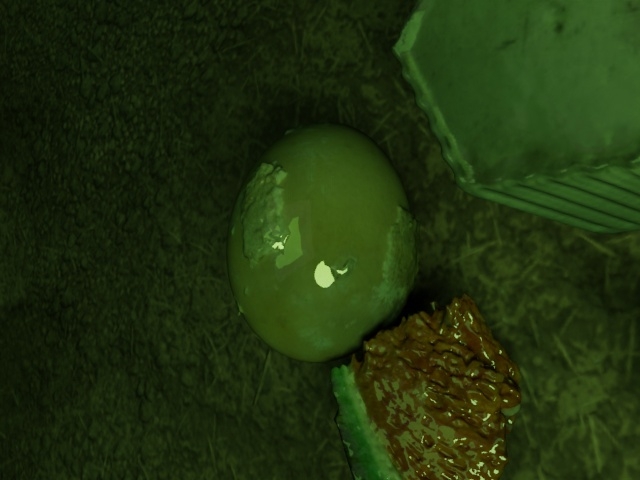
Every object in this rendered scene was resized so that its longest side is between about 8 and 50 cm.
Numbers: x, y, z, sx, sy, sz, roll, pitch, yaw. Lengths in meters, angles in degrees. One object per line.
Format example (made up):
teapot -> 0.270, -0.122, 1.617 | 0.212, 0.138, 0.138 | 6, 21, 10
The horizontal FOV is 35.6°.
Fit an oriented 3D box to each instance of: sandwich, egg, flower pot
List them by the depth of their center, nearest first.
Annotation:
flower pot -> 0.192, -0.122, 0.647 | 0.209, 0.190, 0.239 | 36, 108, 41
sandwich -> 0.095, 0.153, 0.759 | 0.160, 0.109, 0.185 | -35, 57, 11
egg -> 0.003, 0.001, 0.827 | 0.164, 0.164, 0.201 | -7, 73, 42
